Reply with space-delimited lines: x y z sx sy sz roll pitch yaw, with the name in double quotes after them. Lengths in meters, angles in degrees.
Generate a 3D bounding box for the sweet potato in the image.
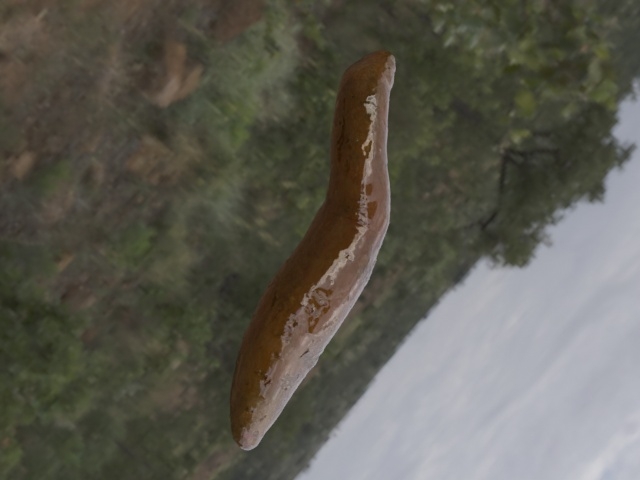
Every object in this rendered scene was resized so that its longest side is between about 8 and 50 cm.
0.004 0.002 0.444 0.044 0.044 0.179 106 5 -82 "sweet potato"
